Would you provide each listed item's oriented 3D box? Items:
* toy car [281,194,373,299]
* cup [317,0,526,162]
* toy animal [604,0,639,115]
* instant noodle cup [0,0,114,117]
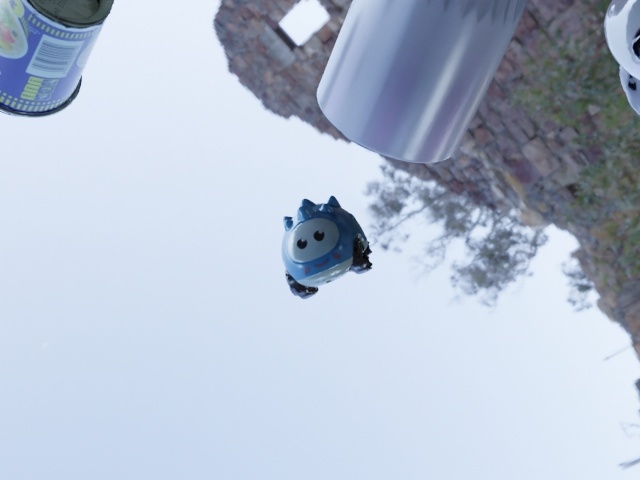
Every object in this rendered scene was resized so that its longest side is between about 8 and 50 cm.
[{"bbox_3d":[0.000,0.000,1.601,0.190,0.188,0.255,63,-167,-13],"label":"toy car"},{"bbox_3d":[0.165,-0.320,1.111,0.253,0.371,0.253,15,-140,-12],"label":"cup"},{"bbox_3d":[0.551,-0.292,1.049,0.310,0.251,0.251,12,-132,-61],"label":"toy animal"},{"bbox_3d":[-0.582,-0.445,1.510,0.284,0.312,0.284,16,-118,-33],"label":"instant noodle cup"}]
